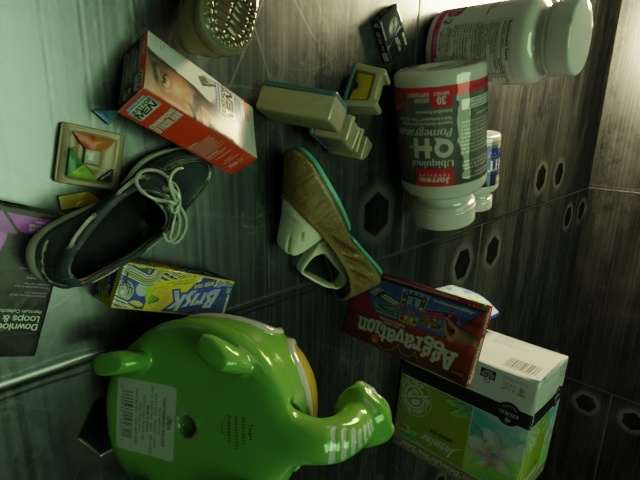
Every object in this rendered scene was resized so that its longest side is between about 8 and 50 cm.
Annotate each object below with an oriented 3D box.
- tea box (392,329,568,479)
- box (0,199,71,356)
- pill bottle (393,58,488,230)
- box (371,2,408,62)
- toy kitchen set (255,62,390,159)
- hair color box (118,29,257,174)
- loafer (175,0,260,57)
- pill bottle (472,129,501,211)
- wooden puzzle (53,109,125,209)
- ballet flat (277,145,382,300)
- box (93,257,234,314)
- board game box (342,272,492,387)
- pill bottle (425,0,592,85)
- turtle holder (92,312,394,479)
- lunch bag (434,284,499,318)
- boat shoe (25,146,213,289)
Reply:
[{"bbox_3d":[0.391,0.406,1.146,0.220,0.329,0.324,-7,106,-47],"label":"tea box"},{"bbox_3d":[-0.338,0.039,0.464,0.116,0.029,0.162,14,92,-49],"label":"box"},{"bbox_3d":[0.248,-0.190,0.926,0.176,0.176,0.319,-31,122,-38],"label":"pill bottle"},{"bbox_3d":[0.132,-0.390,0.858,0.067,0.018,0.083,-49,132,-26],"label":"box"},{"bbox_3d":[0.016,-0.241,0.731,0.207,0.122,0.166,22,84,-69],"label":"toy kitchen set"},{"bbox_3d":[-0.155,-0.161,0.556,0.167,0.053,0.093,25,48,-47],"label":"hair color box"},{"bbox_3d":[-0.117,-0.335,0.553,0.102,0.092,0.269,40,56,-47],"label":"loafer"},{"bbox_3d":[0.388,-0.173,1.134,0.112,0.112,0.187,-27,120,-40],"label":"pill bottle"},{"bbox_3d":[-0.261,-0.093,0.519,0.078,0.014,0.116,-6,105,-47],"label":"wooden puzzle"},{"bbox_3d":[0.000,0.000,0.782,0.124,0.116,0.342,-41,135,-7],"label":"ballet flat"},{"bbox_3d":[-0.200,0.063,0.603,0.169,0.054,0.059,18,88,-49],"label":"box"},{"bbox_3d":[0.170,0.152,0.863,0.027,0.281,0.145,13,92,-48],"label":"board game box"},{"bbox_3d":[0.374,-0.399,0.921,0.160,0.283,0.161,-17,114,-44],"label":"pill bottle"},{"bbox_3d":[-0.097,0.195,0.577,0.243,0.320,0.227,64,18,9],"label":"turtle holder"},{"bbox_3d":[0.373,0.180,1.192,0.128,0.151,0.096,-5,105,-48],"label":"lunch bag"},{"bbox_3d":[-0.205,-0.036,0.527,0.254,0.079,0.095,-44,133,-45],"label":"boat shoe"}]
